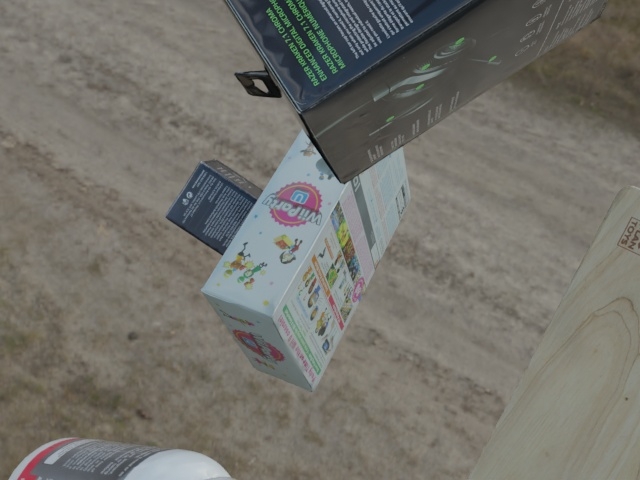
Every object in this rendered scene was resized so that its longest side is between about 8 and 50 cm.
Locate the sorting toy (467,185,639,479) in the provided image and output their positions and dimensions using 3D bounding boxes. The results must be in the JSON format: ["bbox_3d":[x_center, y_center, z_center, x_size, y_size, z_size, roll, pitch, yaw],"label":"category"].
[{"bbox_3d":[0.274,0.134,0.577,0.255,0.257,0.089,28,1,20],"label":"sorting toy"}]

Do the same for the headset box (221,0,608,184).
[{"bbox_3d":[0.070,-0.175,0.588,0.131,0.283,0.246,57,4,9],"label":"headset box"}]

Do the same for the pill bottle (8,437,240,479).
[{"bbox_3d":[-0.194,0.310,0.882,0.318,0.176,0.176,-7,18,41],"label":"pill bottle"}]

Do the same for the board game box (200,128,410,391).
[{"bbox_3d":[0.000,0.000,0.999,0.097,0.224,0.303,19,65,22],"label":"board game box"}]

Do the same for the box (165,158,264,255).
[{"bbox_3d":[-0.114,-0.032,1.138,0.158,0.093,0.156,33,6,-3],"label":"box"}]
